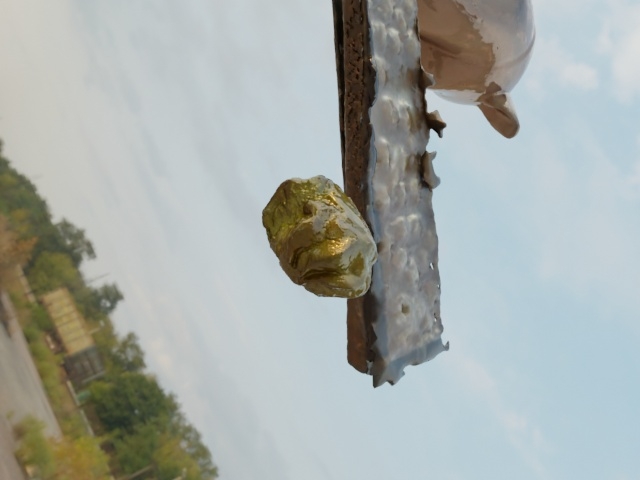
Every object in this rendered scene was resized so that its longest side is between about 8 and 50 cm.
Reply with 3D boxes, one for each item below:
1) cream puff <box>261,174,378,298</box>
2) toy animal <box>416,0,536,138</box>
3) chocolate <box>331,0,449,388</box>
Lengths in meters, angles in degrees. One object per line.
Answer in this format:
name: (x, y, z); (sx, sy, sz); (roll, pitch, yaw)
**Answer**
cream puff: (0.000, 0.000, 0.493); (0.083, 0.058, 0.083); (58, 7, 7)
toy animal: (0.139, -0.242, 0.837); (0.154, 0.166, 0.250); (11, -24, 41)
chocolate: (0.048, -0.055, 0.632); (0.065, 0.102, 0.329); (5, -78, 43)
